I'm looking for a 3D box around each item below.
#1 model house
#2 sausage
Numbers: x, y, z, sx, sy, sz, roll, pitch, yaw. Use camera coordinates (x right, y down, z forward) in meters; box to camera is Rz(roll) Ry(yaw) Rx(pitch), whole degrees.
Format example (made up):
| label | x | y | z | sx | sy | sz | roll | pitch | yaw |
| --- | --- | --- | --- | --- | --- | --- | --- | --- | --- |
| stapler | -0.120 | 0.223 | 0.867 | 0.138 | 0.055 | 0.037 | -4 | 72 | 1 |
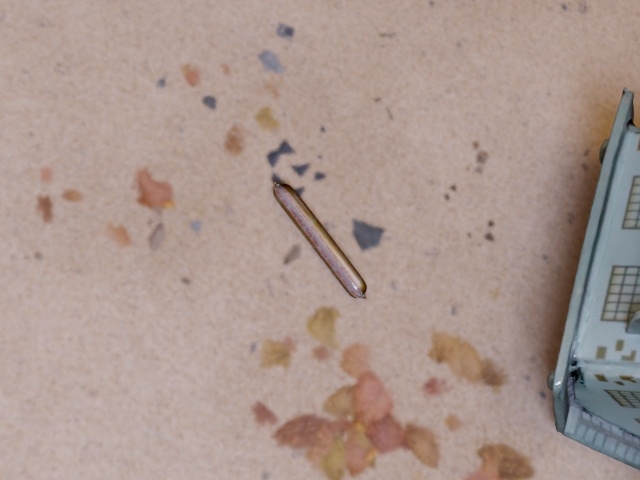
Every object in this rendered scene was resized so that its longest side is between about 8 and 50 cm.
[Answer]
| label | x | y | z | sx | sy | sz | roll | pitch | yaw |
| --- | --- | --- | --- | --- | --- | --- | --- | --- | --- |
| model house | 0.274 | 0.028 | 1.030 | 0.198 | 0.215 | 0.224 | 41 | 57 | -47 |
| sausage | 0.000 | 0.000 | 1.049 | 0.015 | 0.015 | 0.100 | -37 | 88 | -26 |
